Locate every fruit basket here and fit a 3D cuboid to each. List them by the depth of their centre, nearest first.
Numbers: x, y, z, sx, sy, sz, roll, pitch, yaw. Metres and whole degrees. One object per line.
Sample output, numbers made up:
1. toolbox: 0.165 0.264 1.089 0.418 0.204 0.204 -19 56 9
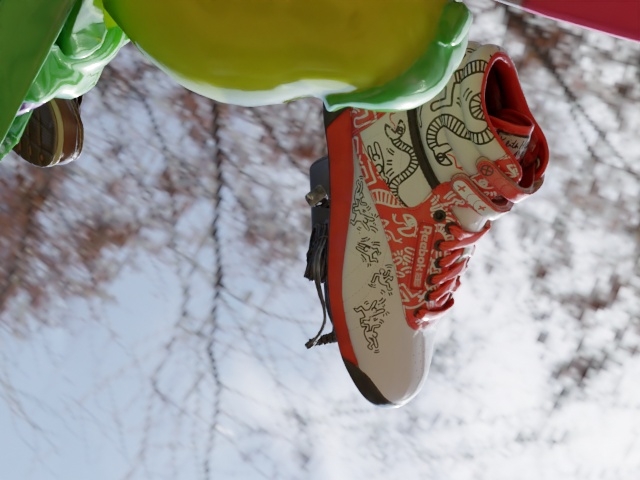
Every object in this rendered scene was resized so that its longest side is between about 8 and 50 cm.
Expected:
1. fruit basket: -0.087 -0.196 1.025 0.392 0.283 0.392 -1 -79 -4

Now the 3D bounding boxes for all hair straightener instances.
1. hair straightener: 0.000 0.000 1.518 0.047 0.230 0.089 -17 -54 22

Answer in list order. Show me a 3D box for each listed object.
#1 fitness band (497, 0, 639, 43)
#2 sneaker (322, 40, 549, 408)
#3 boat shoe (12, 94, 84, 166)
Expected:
1. fitness band: 0.071 -0.109 0.374 0.290 0.209 0.054 18 -56 9
2. sneaker: 0.085 -0.009 1.272 0.090 0.145 0.270 -18 -74 -56
3. boat shoe: -0.196 -0.104 1.285 0.060 0.178 0.064 2 -65 -27
